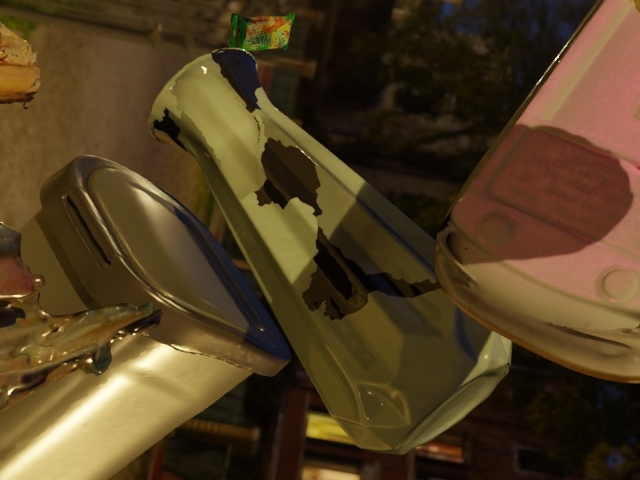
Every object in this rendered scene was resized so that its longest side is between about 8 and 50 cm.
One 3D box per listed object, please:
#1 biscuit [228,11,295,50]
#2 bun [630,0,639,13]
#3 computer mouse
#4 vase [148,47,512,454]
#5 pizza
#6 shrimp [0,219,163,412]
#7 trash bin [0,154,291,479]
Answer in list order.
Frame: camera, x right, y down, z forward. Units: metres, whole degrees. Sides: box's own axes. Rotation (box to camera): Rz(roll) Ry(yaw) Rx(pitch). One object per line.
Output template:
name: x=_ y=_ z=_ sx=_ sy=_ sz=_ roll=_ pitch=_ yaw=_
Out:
biscuit: x=-0.066 y=-0.237 z=1.253 sx=0.016 sy=0.089 sz=0.046 roll=30 pitch=-59 yaw=40
bun: x=0.152 y=-0.104 z=0.348 sx=0.069 sy=0.115 sz=0.115 roll=-67 pitch=173 yaw=-46
computer mouse: x=0.181 y=-0.068 z=0.531 sx=0.310 sy=0.158 sz=0.072 roll=-53 pitch=145 yaw=-15
vase: x=0.000 y=0.000 z=0.913 sx=0.360 sy=0.165 sz=0.165 roll=52 pitch=-27 yaw=22
pizza: x=-0.329 y=-0.192 z=0.997 sx=0.226 sy=0.147 sz=0.069 roll=-113 pitch=-140 yaw=-53
shrimp: x=-0.194 y=0.041 z=0.497 sx=0.059 sy=0.254 sz=0.145 roll=42 pitch=-34 yaw=41
trash bin: x=-0.201 y=0.090 z=0.945 sx=0.220 sy=0.250 sz=0.219 roll=54 pitch=7 yaw=37
